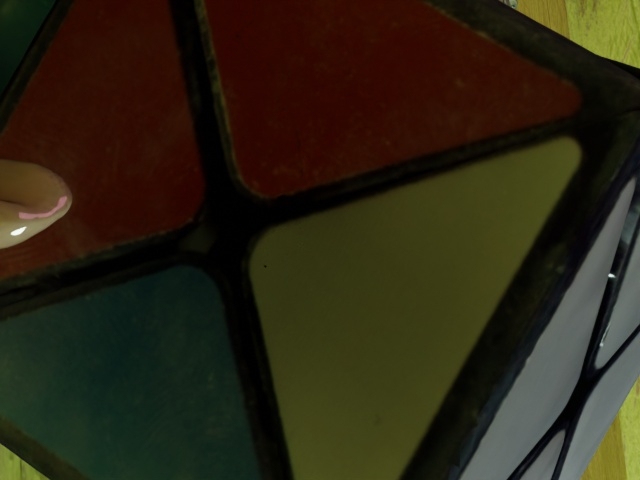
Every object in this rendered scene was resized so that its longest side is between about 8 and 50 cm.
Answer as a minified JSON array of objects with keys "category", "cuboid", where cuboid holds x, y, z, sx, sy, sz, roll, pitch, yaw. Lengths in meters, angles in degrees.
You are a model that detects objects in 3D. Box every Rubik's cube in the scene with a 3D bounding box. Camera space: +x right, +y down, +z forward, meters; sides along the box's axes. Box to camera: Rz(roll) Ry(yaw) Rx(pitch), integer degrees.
[{"category":"Rubik's cube","cuboid":[0.012,0.004,0.849,0.307,0.305,0.310,-60,158,5]}]

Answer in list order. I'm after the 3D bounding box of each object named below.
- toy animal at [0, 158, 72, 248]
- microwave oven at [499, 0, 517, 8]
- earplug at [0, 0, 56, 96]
[{"category":"toy animal","cuboid":[-0.221,-0.029,0.538,0.250,0.166,0.154,22,69,-62]},{"category":"microwave oven","cuboid":[0.098,-0.144,1.547,0.145,0.194,0.241,62,25,-57]},{"category":"earplug","cuboid":[-0.119,-0.145,0.982,0.273,0.132,0.132,-61,138,-57]}]
